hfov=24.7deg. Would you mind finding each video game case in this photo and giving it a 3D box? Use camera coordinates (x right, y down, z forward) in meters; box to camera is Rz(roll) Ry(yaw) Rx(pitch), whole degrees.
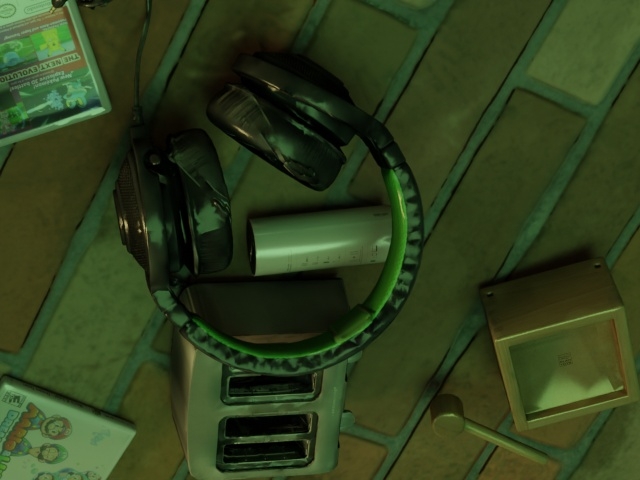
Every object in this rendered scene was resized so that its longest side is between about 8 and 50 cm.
[{"bbox_3d":[-0.295,-0.159,1.204,0.201,0.023,0.183,-18,121,-5],"label":"video game case"},{"bbox_3d":[-0.278,0.217,1.415,0.143,0.019,0.157,25,109,-25],"label":"video game case"}]

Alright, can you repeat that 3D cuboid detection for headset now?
[{"bbox_3d":[-0.073,-0.065,1.202,0.243,0.185,0.394,-38,100,-5],"label":"headset"}]

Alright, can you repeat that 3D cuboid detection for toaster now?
[{"bbox_3d":[-0.060,0.125,1.368,0.186,0.110,0.168,-1,117,-14],"label":"toaster"}]

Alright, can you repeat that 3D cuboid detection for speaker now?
[{"bbox_3d":[0.000,0.000,1.347,0.136,0.055,0.055,-6,119,-11],"label":"speaker"}]

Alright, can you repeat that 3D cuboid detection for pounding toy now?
[{"bbox_3d":[0.204,0.131,1.456,0.206,0.094,0.181,-15,126,5],"label":"pounding toy"}]
